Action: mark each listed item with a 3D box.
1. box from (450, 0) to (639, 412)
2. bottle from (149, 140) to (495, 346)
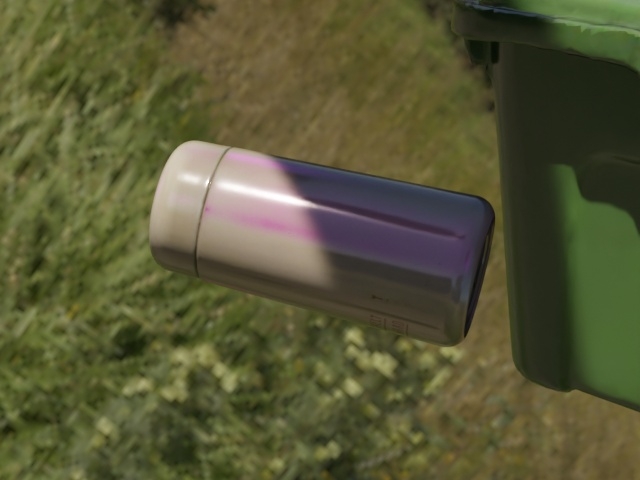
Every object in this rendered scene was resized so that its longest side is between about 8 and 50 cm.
[{"bbox_3d":[0.231,-0.013,0.632,0.253,0.177,0.329,-16,25,-39],"label":"box"},{"bbox_3d":[0.000,0.000,0.509,0.096,0.045,0.045,12,25,9],"label":"bottle"}]
